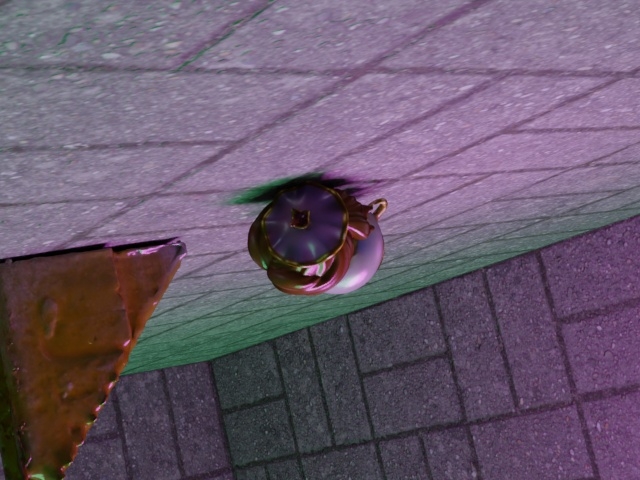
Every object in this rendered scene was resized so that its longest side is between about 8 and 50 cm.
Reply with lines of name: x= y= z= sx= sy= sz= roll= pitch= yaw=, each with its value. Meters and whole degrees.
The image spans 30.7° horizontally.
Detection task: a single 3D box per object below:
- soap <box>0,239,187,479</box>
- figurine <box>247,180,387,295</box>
soap: x=-0.301 y=0.186 z=1.629 sx=0.304 sy=0.339 sz=0.169 roll=-8 pitch=172 yaw=-25
figurine: x=0.000 y=0.000 z=1.568 sx=0.189 sy=0.142 sz=0.263 roll=-48 pitch=161 yaw=11
